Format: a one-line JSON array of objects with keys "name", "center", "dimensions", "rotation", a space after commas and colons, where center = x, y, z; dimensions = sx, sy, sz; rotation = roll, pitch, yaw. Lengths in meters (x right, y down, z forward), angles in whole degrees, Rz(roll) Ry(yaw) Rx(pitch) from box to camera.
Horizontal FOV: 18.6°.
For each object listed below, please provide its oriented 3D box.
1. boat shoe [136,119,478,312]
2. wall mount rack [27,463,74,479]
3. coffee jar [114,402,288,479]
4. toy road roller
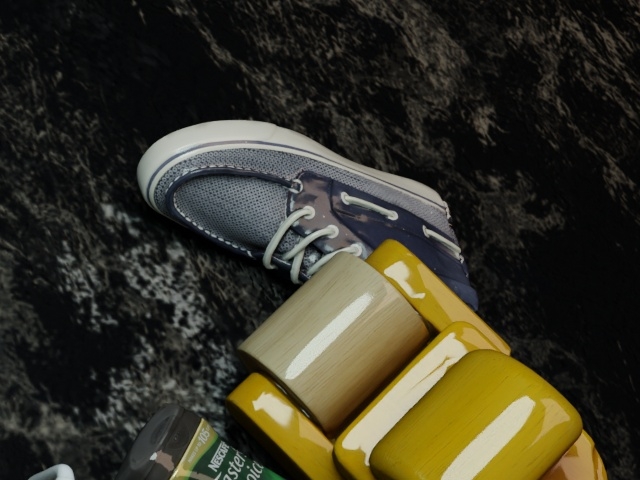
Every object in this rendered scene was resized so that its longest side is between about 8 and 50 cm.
[{"name": "boat shoe", "center": [0.000, 0.000, 1.802], "dimensions": [0.340, 0.127, 0.158], "rotation": [11, 38, -31]}, {"name": "wall mount rack", "center": [-0.129, 0.333, 1.426], "dimensions": [0.350, 0.130, 0.304], "rotation": [15, 69, -25]}, {"name": "coffee jar", "center": [-0.077, 0.216, 1.600], "dimensions": [0.184, 0.079, 0.096], "rotation": [34, 41, -7]}, {"name": "toy road roller", "center": [0.091, 0.148, 1.620], "dimensions": [0.329, 0.240, 0.202], "rotation": [44, 76, 9]}]
